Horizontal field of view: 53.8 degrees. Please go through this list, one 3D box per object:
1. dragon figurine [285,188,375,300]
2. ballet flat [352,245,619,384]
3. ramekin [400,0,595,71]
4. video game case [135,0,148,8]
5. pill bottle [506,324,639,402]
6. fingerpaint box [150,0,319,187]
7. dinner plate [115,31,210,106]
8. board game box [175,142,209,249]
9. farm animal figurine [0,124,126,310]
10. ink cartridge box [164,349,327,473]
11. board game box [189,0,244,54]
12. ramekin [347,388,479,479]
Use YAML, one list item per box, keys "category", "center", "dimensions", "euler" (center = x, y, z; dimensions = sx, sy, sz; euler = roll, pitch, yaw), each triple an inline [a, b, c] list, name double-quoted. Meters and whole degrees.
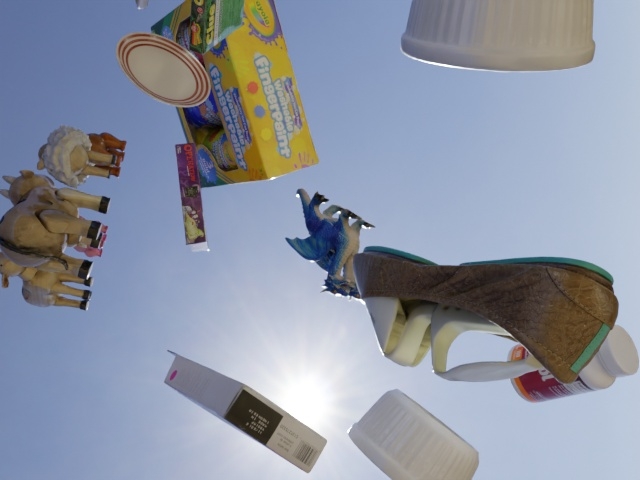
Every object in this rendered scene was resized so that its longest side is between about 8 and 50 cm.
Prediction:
- category: "dragon figurine"
  center: [0.000, 0.000, 1.116]
  dimensions: [0.085, 0.289, 0.144]
  euler: [29, -87, -49]
- category: "ballet flat"
  center: [0.128, 0.076, 0.640]
  dimensions: [0.116, 0.342, 0.124]
  euler: [30, -104, -33]
- category: "ramekin"
  center: [0.252, -0.326, 0.890]
  dimensions: [0.273, 0.273, 0.127]
  euler: [-37, -46, -51]
- category: "video game case"
  center: [-0.407, -0.658, 1.373]
  dimensions: [0.026, 0.206, 0.226]
  euler: [-18, -91, -25]
- category: "pill bottle"
  center: [0.333, 0.162, 0.840]
  dimensions: [0.086, 0.152, 0.086]
  euler: [19, -122, -32]
- category: "fingerpaint box"
  center: [-0.223, -0.367, 1.561]
  dimensions: [0.163, 0.371, 0.444]
  euler: [-23, -76, -33]
- category: "dinner plate"
  center: [-0.224, -0.241, 0.899]
  dimensions: [0.141, 0.017, 0.141]
  euler: [22, -134, -26]
- category: "board game box"
  center: [-0.288, -0.084, 1.434]
  dimensions: [0.347, 0.056, 0.208]
  euler: [162, 98, -80]
- category: "farm animal figurine"
  center: [-0.436, -0.026, 1.009]
  dimensions: [0.172, 0.327, 0.330]
  euler: [14, -84, -16]
- category: "ink cartridge box"
  center: [-0.153, 0.277, 1.074]
  dimensions: [0.176, 0.371, 0.069]
  euler: [41, -108, -23]
- category: "board game box"
  center: [-0.139, -0.412, 0.904]
  dimensions: [0.136, 0.030, 0.259]
  euler: [-61, -11, -49]
- category: "ramekin"
  center: [0.158, 0.333, 1.020]
  dimensions: [0.109, 0.207, 0.207]
  euler: [-52, -46, -5]
